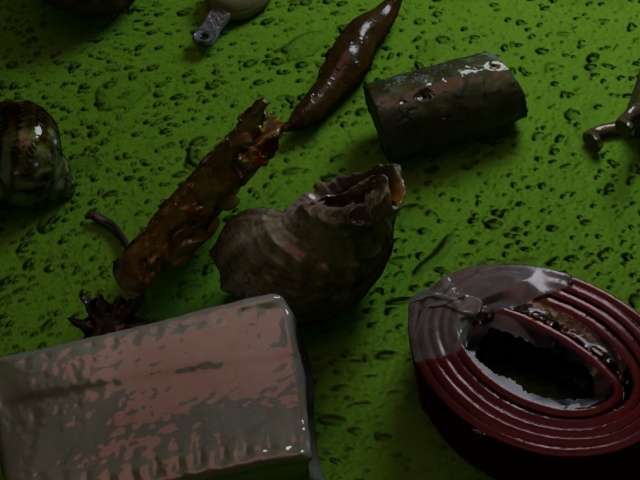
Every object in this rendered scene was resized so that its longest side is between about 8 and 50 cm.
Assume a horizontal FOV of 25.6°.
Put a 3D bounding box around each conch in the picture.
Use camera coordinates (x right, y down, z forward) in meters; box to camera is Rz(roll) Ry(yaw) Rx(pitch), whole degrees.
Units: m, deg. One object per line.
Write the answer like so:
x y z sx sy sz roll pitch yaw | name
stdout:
0.003 0.016 1.680 0.291 0.159 0.210 -15 6 38 | conch
-0.424 -0.101 1.877 0.181 0.124 0.187 31 88 18 | conch

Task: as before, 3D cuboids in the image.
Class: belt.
0.234 0.150 1.568 0.323 0.115 0.227 23 61 25 | belt

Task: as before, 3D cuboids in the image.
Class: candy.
-0.181 0.208 1.578 0.358 0.145 0.208 -14 62 1 | candy

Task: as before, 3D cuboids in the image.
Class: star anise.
-0.261 0.083 1.773 0.148 0.218 0.227 -38 6 19 | star anise

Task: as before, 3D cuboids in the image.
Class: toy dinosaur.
0.431 -0.177 1.810 0.199 0.072 0.251 -22 41 -18 | toy dinosaur

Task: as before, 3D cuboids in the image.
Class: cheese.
-0.135 -0.348 2.039 0.171 0.048 0.092 -42 57 -18 | cheese

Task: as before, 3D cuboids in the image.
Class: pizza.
-0.132 -0.067 1.733 0.074 0.251 0.288 42 103 -8 | pizza

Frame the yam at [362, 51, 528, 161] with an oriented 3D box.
0.162 -0.177 1.823 0.194 0.107 0.107 -16 53 -2 | yam

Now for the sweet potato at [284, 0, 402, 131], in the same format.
0.033 -0.239 1.920 0.067 0.067 0.274 25 63 25 | sweet potato

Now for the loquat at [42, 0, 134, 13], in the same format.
-0.346 -0.417 2.050 0.234 0.176 0.187 26 63 14 | loquat
